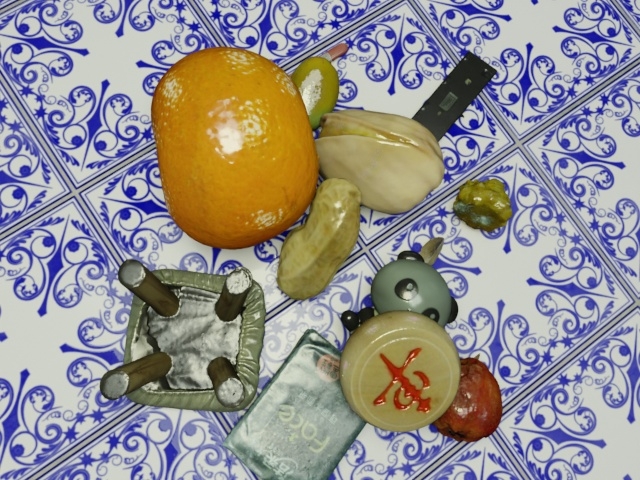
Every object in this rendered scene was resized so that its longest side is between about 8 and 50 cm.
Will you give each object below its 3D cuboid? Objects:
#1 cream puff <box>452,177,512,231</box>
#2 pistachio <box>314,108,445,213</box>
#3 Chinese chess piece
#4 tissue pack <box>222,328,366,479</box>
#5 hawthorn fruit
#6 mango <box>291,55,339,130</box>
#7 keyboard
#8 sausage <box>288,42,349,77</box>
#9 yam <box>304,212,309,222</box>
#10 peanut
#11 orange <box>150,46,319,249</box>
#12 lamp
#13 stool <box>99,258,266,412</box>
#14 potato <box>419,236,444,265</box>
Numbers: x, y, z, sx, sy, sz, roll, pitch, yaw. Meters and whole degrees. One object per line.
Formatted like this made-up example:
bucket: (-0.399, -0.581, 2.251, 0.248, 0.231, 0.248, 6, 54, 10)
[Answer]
cream puff: (0.398, -0.097, 1.329, 0.146, 0.146, 0.116, 25, 61, -1)
pistachio: (0.127, -0.188, 1.263, 0.320, 0.238, 0.229, 20, 71, 19)
Chinese chess piece: (0.163, 0.267, 1.119, 0.250, 0.097, 0.251, -2, 102, -7)
tissue pack: (-0.030, 0.385, 1.205, 0.227, 0.103, 0.316, 38, 77, 3)
hawthorn fruit: (0.318, 0.358, 1.227, 0.173, 0.174, 0.179, -8, 54, -7)
mango: (-0.023, -0.354, 1.348, 0.130, 0.092, 0.195, 28, 85, -14)
keyboard: (0.332, -0.352, 1.418, 0.106, 0.027, 0.317, 40, 78, 6)
sausage: (-0.016, -0.446, 1.399, 0.223, 0.029, 0.029, -35, 84, -11)
yam: (0.022, -0.019, 1.312, 0.132, 0.054, 0.054, 42, 78, 3)
peanut: (0.000, 0.000, 1.222, 0.147, 0.147, 0.306, 35, 115, 2)
orange: (-0.173, -0.187, 1.138, 0.325, 0.424, 0.425, -8, 80, -13)
lamp: (0.177, 0.154, 1.235, 0.243, 0.198, 0.198, -38, 85, -2)
stool: (-0.278, 0.206, 1.153, 0.309, 0.226, 0.311, 4, 79, -2)
potato: (0.268, 0.032, 1.340, 0.037, 0.036, 0.093, 18, 54, 34)
